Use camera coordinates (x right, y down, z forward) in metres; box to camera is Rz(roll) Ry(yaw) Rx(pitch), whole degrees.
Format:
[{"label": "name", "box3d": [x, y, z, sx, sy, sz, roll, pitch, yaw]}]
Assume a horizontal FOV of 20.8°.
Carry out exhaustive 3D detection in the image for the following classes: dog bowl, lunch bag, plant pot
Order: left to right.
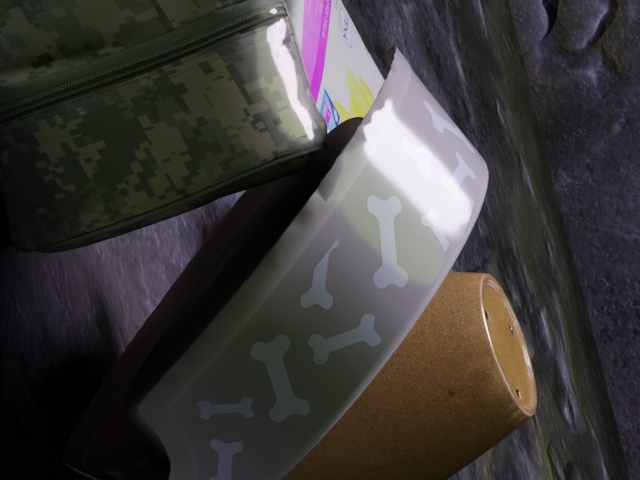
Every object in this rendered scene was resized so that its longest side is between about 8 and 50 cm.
[{"label": "lunch bag", "box3d": [-0.141, -0.144, 1.123, 0.305, 0.212, 0.256, -141, -148, -82]}, {"label": "dog bowl", "box3d": [-0.024, 0.037, 1.151, 0.102, 0.349, 0.349, 39, 24, -8]}, {"label": "plant pot", "box3d": [0.035, 0.122, 1.400, 0.237, 0.254, 0.237, -19, 90, -73]}]

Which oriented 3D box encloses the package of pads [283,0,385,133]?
[{"label": "package of pads", "box3d": [-0.009, -0.139, 1.789, 0.229, 0.101, 0.296, 59, 21, -30]}]
